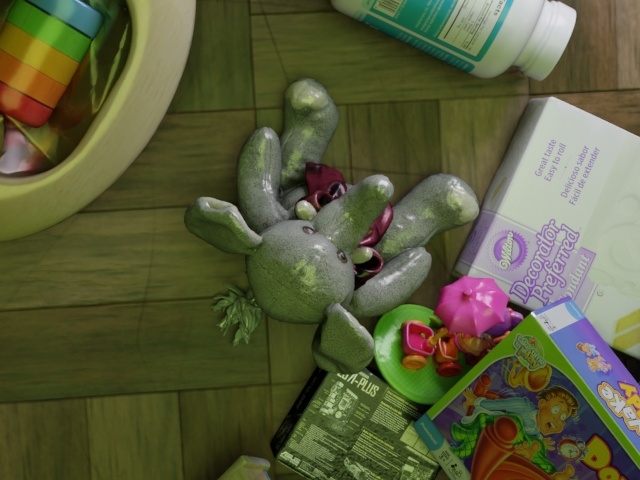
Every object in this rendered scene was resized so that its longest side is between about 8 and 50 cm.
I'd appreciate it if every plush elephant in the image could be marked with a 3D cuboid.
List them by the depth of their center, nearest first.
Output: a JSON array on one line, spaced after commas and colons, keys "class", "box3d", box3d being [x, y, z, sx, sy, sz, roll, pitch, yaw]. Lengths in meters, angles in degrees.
[{"class": "plush elephant", "box3d": [0.000, 0.000, 1.430, 0.272, 0.255, 0.330, 41, 90, -7]}]

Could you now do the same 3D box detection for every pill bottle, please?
[{"class": "pill bottle", "box3d": [0.155, -0.279, 1.478, 0.264, 0.146, 0.146, 25, 92, -8]}]

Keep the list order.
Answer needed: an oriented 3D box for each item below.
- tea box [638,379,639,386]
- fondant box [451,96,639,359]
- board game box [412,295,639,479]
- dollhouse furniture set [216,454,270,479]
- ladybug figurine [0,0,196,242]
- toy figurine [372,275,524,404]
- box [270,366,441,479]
[{"class": "tea box", "box3d": [0.532, 0.284, 1.470, 0.329, 0.220, 0.323, 5, 116, -12]}, {"class": "fondant box", "box3d": [0.358, 0.003, 1.548, 0.330, 0.096, 0.238, 24, 92, -6]}, {"class": "board game box", "box3d": [0.281, 0.267, 1.379, 0.347, 0.078, 0.233, 54, 132, 18]}, {"class": "dollhouse furniture set", "box3d": [-0.024, 0.426, 1.540, 0.286, 0.198, 0.303, -47, 139, 19]}, {"class": "ladybug figurine", "box3d": [-0.308, -0.206, 1.429, 0.305, 0.162, 0.449, 34, 91, -7]}, {"class": "toy figurine", "box3d": [0.172, 0.106, 1.488, 0.173, 0.159, 0.130, 15, 56, -21]}, {"class": "box", "box3d": [0.054, 0.235, 1.544, 0.180, 0.077, 0.147, 31, 91, -8]}]
